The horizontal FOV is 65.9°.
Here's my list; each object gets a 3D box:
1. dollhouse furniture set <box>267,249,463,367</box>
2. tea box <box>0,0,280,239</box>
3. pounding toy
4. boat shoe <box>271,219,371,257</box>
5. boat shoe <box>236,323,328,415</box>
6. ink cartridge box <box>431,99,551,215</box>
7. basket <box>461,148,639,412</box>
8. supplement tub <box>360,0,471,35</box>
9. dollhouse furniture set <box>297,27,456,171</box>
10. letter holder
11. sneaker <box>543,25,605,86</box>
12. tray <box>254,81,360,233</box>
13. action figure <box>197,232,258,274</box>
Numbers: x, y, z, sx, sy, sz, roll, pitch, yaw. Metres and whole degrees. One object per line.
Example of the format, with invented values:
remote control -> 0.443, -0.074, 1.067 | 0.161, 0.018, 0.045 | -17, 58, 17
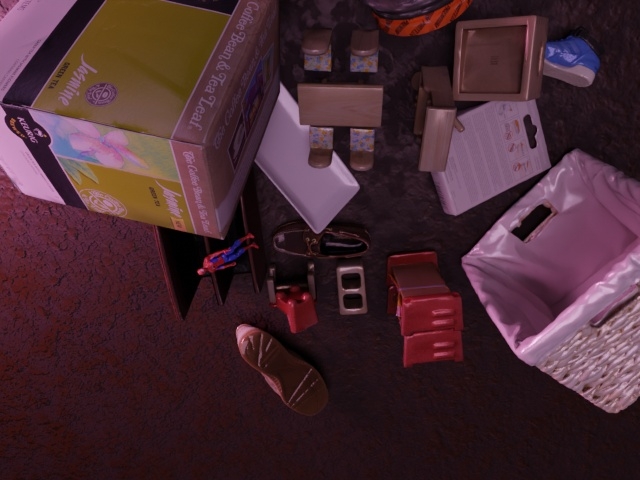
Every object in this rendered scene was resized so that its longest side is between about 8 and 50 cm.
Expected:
dollhouse furniture set -> 0.080, 0.142, 1.004 | 0.374, 0.201, 0.152 | -5, 114, 2
tea box -> -0.251, -0.219, 0.721 | 0.324, 0.328, 0.220 | 13, 150, 4
pounding toy -> 0.272, -0.285, 0.864 | 0.206, 0.094, 0.181 | 12, 114, 35
boat shoe -> 0.000, 0.000, 1.011 | 0.207, 0.073, 0.073 | -3, 116, 3
boat shoe -> -0.085, 0.295, 1.148 | 0.105, 0.089, 0.285 | -41, 113, -10
ink cartridge box -> 0.318, -0.175, 0.952 | 0.225, 0.056, 0.181 | -28, 113, -8
basket -> 0.496, 0.068, 0.900 | 0.266, 0.331, 0.328 | 34, 111, -16
supplement tub -> 0.105, -0.470, 0.668 | 0.207, 0.207, 0.338 | -22, 142, 10
dollhouse furniture set -> 0.082, -0.206, 0.799 | 0.242, 0.161, 0.212 | 3, 133, 5
letter holder -> -0.202, -0.023, 0.922 | 0.152, 0.214, 0.301 | -4, 114, 2
sneaker -> 0.417, -0.337, 0.866 | 0.152, 0.058, 0.084 | 26, 88, 11
tray -> -0.049, -0.155, 0.933 | 0.270, 0.030, 0.145 | 50, 65, -19
action figure -> -0.166, 0.028, 0.875 | 0.115, 0.030, 0.038 | -31, 129, -17
